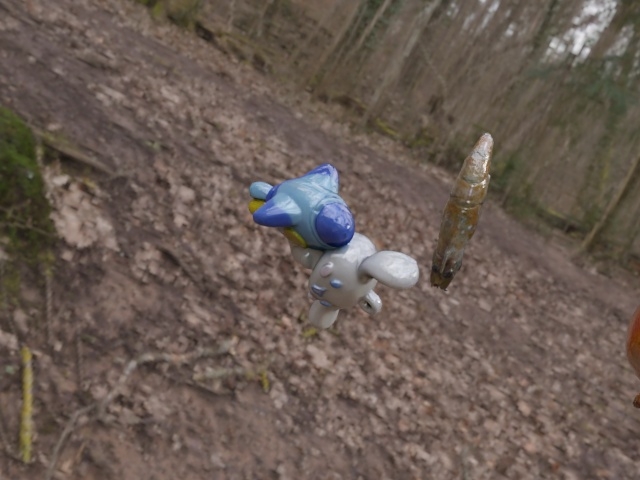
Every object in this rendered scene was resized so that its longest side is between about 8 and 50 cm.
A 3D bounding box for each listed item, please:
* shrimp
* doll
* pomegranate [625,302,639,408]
[{"bbox_3d":[0.190,-0.038,1.190,0.048,0.223,0.126,19,23,8],"label":"shrimp"},{"bbox_3d":[-0.005,0.003,1.778,0.365,0.376,0.187,54,41,1],"label":"doll"},{"bbox_3d":[0.652,0.196,1.566,0.229,0.270,0.252,44,-6,-14],"label":"pomegranate"}]
